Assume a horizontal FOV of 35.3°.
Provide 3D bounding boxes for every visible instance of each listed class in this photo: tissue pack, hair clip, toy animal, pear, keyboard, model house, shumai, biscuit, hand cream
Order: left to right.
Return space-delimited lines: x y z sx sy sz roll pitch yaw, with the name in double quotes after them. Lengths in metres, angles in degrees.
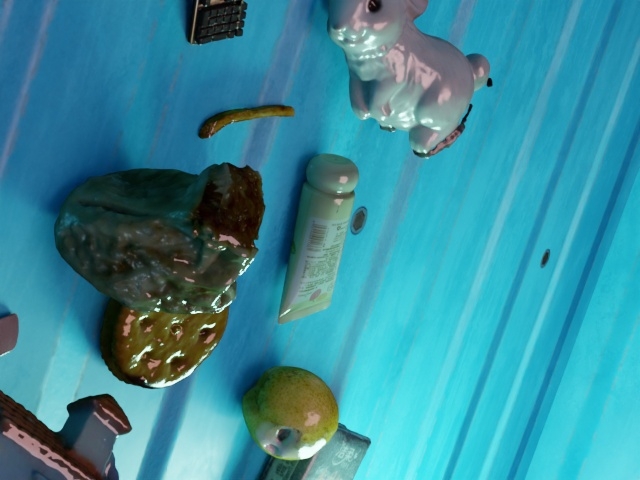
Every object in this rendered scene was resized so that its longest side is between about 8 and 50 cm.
-0.438 0.129 1.284 0.137 0.022 0.054 -12 115 -52 "hair clip"
-0.406 0.318 1.304 0.295 0.251 0.329 46 45 -31 "model house"
-0.201 -0.038 1.315 0.225 0.260 0.222 -73 -174 -52 "shumai"
-0.232 0.126 1.520 0.220 0.066 0.220 -24 126 -37 "biscuit"
-0.116 -0.414 1.360 0.106 0.027 0.317 -27 142 -44 "keyboard"
-0.057 0.307 1.815 0.178 0.178 0.178 -32 133 -42 "pear"
-0.036 0.508 2.014 0.316 0.103 0.228 -62 148 -6 "tissue pack"
0.000 0.000 1.774 0.147 0.093 0.306 -16 123 -49 "hand cream"
0.135 -0.324 1.708 0.258 0.194 0.357 -46 135 -13 "toy animal"

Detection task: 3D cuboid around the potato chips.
-0.110 -0.191 1.563 0.204 0.026 0.037 -23 130 -49 "potato chips"
